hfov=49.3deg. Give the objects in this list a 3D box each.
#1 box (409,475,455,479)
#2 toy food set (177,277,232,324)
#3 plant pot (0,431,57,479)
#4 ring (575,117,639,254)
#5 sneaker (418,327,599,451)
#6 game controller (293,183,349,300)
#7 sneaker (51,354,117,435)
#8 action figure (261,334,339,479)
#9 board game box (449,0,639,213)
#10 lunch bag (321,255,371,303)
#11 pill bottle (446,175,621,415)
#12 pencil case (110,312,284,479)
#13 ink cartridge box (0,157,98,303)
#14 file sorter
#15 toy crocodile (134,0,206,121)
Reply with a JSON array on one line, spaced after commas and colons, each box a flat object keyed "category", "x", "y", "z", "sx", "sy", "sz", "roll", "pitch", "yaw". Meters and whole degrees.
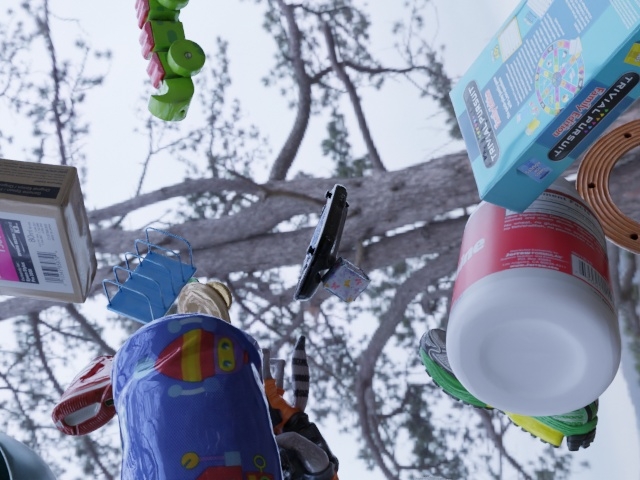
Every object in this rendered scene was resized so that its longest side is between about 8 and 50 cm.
[{"category": "box", "x": 0.249, "y": 0.530, "z": 1.278, "sx": 0.127, "sy": 0.232, "sz": 0.148, "roll": 4, "pitch": -100, "yaw": -38}, {"category": "toy food set", "x": -0.132, "y": 0.083, "z": 0.797, "sx": 0.020, "sy": 0.083, "sz": 0.083, "roll": -29, "pitch": -63, "yaw": -51}, {"category": "plant pot", "x": -0.545, "y": 0.460, "z": 1.155, "sx": 0.195, "sy": 0.291, "sz": 0.290, "roll": 39, "pitch": -131, "yaw": -59}, {"category": "ring", "x": 0.656, "y": -0.102, "z": 1.303, "sx": 0.032, "sy": 0.337, "sz": 0.336, "roll": 61, "pitch": -149, "yaw": -51}, {"category": "sneaker", "x": 0.330, "y": 0.224, "z": 1.232, "sx": 0.134, "sy": 0.344, "sz": 0.146, "roll": -15, "pitch": -63, "yaw": -48}, {"category": "game controller", "x": 0.000, "y": 0.000, "z": 1.517, "sx": 0.067, "sy": 0.166, "sz": 0.319, "roll": 30, "pitch": -151, "yaw": -7}, {"category": "sneaker", "x": -0.271, "y": 0.189, "z": 1.004, "sx": 0.128, "sy": 0.221, "sz": 0.086, "roll": -111, "pitch": 6, "yaw": -65}, {"category": "action figure", "x": -0.048, "y": 0.342, "z": 1.244, "sx": 0.341, "sy": 0.179, "sz": 0.330, "roll": 105, "pitch": 143, "yaw": -69}, {"category": "board game box", "x": 0.326, "y": -0.242, "z": 0.964, "sx": 0.079, "sy": 0.336, "sz": 0.253, "roll": 17, "pitch": -136, "yaw": -21}, {"category": "lunch bag", "x": 0.053, "y": 0.084, "z": 1.433, "sx": 0.083, "sy": 0.071, "sz": 0.053, "roll": 34, "pitch": -164, "yaw": -21}, {"category": "pill bottle", "x": 0.328, "y": 0.053, "z": 1.084, "sx": 0.407, "sy": 0.229, "sz": 0.228, "roll": -64, "pitch": -38, "yaw": -55}, {"category": "pencil case", "x": -0.078, "y": 0.197, "z": 0.459, "sx": 0.120, "sy": 0.133, "sz": 0.306, "roll": 10, "pitch": -136, "yaw": -26}, {"category": "ink cartridge box", "x": -0.458, "y": -0.012, "z": 1.061, "sx": 0.234, "sy": 0.194, "sz": 0.088, "roll": 98, "pitch": 177, "yaw": -48}, {"category": "file sorter", "x": -0.355, "y": 0.071, "z": 1.448, "sx": 0.104, "sy": 0.118, "sz": 0.170, "roll": 93, "pitch": -159, "yaw": -48}, {"category": "toy crocodile", "x": -0.285, "y": -0.369, "z": 1.263, "sx": 0.105, "sy": 0.115, "sz": 0.340, "roll": -5, "pitch": -107, "yaw": -29}]
